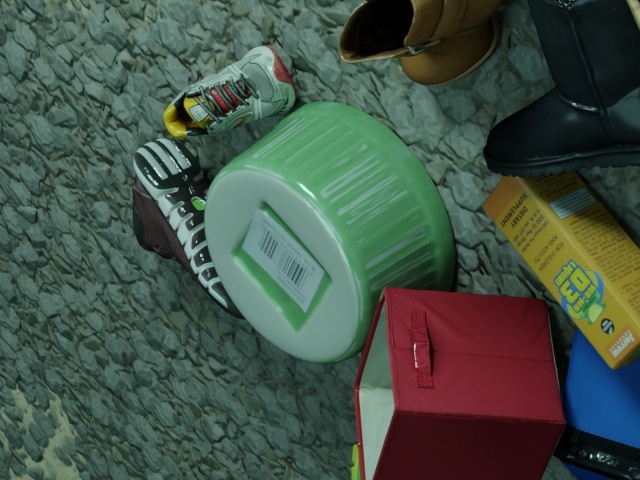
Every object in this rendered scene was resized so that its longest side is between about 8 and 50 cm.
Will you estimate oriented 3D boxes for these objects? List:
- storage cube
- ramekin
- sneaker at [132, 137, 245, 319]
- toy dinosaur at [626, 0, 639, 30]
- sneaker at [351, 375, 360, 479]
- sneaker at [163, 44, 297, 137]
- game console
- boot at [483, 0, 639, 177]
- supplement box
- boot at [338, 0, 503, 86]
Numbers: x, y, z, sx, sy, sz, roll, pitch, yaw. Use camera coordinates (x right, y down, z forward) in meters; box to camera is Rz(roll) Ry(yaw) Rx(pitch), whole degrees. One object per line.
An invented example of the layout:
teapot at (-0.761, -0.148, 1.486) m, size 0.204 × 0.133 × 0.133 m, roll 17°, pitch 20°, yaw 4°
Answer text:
storage cube at (0.151, 0.184, 2.118) m, size 0.215 × 0.193 × 0.184 m, roll 103°, pitch 168°, yaw -46°
ramekin at (0.000, 0.000, 2.250) m, size 0.303 × 0.148 × 0.303 m, roll 29°, pitch 135°, yaw 33°
sneaker at (-0.163, 0.010, 2.504) m, size 0.281 × 0.106 × 0.162 m, roll 57°, pitch 151°, yaw 18°
toy dinosaur at (0.328, -0.162, 1.745) m, size 0.211 × 0.064 × 0.112 m, roll 57°, pitch 161°, yaw 24°
sneaker at (0.109, 0.269, 2.356) m, size 0.123 × 0.109 × 0.296 m, roll 26°, pitch 133°, yaw 41°
sneaker at (-0.110, -0.169, 2.301) m, size 0.225 × 0.092 × 0.088 m, roll -23°, pitch 97°, yaw 53°
game console at (0.414, 0.213, 2.032) m, size 0.293 × 0.173 × 0.250 m, roll 15°, pitch 158°, yaw 44°
boot at (0.244, -0.175, 1.879) m, size 0.246 × 0.094 × 0.207 m, roll -2°, pitch 118°, yaw 43°
supplement box at (0.278, 0.019, 1.980) m, size 0.233 × 0.080 × 0.078 m, roll 51°, pitch 138°, yaw 17°
boot at (0.104, -0.213, 1.910) m, size 0.109 × 0.220 × 0.283 m, roll 55°, pitch 144°, yaw 3°
